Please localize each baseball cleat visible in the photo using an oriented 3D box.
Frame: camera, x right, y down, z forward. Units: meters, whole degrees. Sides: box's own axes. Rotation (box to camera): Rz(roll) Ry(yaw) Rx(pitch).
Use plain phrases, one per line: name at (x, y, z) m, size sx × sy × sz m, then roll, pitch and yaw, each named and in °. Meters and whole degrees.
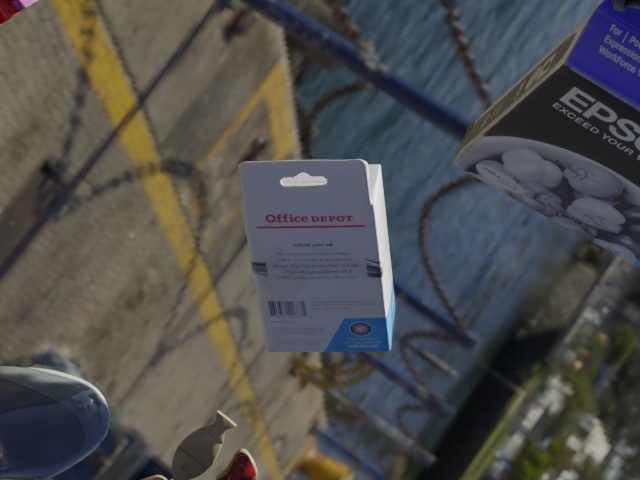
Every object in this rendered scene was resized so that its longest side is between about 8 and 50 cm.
baseball cleat at (-0.208, 0.118, 0.732) m, size 0.109 × 0.206 × 0.072 m, roll -78°, pitch 155°, yaw -59°

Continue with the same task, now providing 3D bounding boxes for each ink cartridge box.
ink cartridge box at (0.000, 0.000, 1.160) m, size 0.060 × 0.104 × 0.180 m, roll -75°, pitch 162°, yaw -55°
ink cartridge box at (0.205, -0.043, 0.807) m, size 0.045 × 0.206 × 0.208 m, roll -65°, pitch -172°, yaw -25°

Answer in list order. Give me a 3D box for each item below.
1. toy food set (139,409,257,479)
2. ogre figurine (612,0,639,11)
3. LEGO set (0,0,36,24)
toy food set at (-0.094, 0.192, 1.101) m, size 0.122 × 0.078 × 0.019 m, roll -42°, pitch -177°, yaw 3°
ogre figurine at (0.054, -0.150, 0.390) m, size 0.097 × 0.118 × 0.197 m, roll -70°, pitch 147°, yaw -55°
LEGO set at (-0.274, -0.141, 0.924) m, size 0.093 × 0.087 × 0.227 m, roll -41°, pitch -164°, yaw -26°
